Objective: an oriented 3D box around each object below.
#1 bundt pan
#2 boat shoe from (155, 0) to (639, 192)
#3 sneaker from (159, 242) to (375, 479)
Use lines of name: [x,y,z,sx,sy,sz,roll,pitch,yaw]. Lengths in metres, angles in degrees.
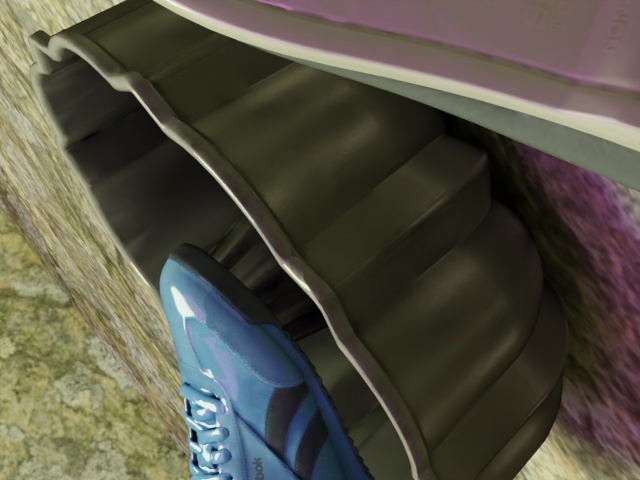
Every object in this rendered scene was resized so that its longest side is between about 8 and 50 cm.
bundt pan: [0.000,0.000,0.877,0.331,0.124,0.331,48,165,17]
boat shoe: [0.039,-0.079,0.500,0.319,0.116,0.099,25,169,18]
sneaker: [-0.031,0.099,0.804,0.069,0.082,0.209,32,154,57]
